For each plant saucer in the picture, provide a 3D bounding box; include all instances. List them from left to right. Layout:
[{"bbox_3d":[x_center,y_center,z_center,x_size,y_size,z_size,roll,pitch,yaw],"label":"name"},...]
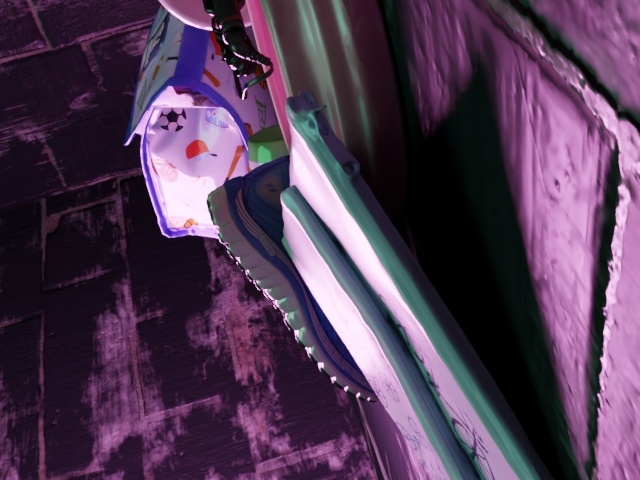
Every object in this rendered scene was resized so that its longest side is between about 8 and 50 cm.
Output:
[{"bbox_3d":[-0.008,-0.172,0.783,0.332,0.084,0.332,165,90,-86],"label":"plant saucer"}]

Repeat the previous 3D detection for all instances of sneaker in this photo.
[{"bbox_3d":[0.022,0.045,0.942,0.330,0.147,0.130,53,-176,-25],"label":"sneaker"}]

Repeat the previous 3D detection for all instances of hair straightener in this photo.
[{"bbox_3d":[-0.077,-0.200,0.782,0.230,0.047,0.089,-116,9,-45],"label":"hair straightener"}]

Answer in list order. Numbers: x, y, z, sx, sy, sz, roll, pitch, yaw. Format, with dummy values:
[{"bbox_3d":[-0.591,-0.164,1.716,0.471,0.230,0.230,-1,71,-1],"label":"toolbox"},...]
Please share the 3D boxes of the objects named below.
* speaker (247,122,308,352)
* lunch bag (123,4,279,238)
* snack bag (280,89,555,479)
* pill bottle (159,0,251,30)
[{"bbox_3d":[0.000,0.000,1.063,0.131,0.131,0.296,-117,11,-70],"label":"speaker"},{"bbox_3d":[-0.177,-0.232,1.376,0.385,0.239,0.328,88,-174,-57],"label":"lunch bag"},{"bbox_3d":[0.054,0.078,0.673,0.323,0.037,0.342,59,171,10],"label":"snack bag"},{"bbox_3d":[-0.143,-0.399,1.068,0.318,0.176,0.176,-112,7,-54],"label":"pill bottle"}]
